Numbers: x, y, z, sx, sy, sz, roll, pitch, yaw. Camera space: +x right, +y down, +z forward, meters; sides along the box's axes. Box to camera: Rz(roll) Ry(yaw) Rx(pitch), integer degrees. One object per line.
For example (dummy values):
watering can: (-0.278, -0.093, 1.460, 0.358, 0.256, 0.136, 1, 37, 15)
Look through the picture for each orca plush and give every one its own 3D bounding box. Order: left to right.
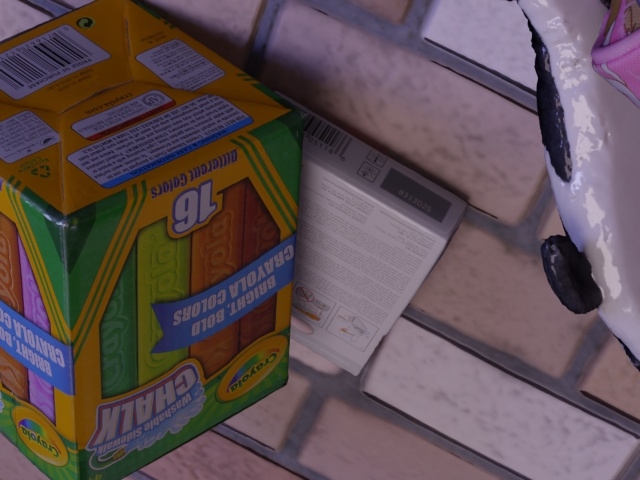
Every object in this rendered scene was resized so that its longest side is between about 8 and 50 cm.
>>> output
orca plush: (0.147, -0.040, 0.988, 0.287, 0.151, 0.102, 50, 162, -20)

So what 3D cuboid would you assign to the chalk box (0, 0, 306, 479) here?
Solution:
chalk box: (-0.136, 0.027, 1.095, 0.179, 0.180, 0.289, 35, 140, 33)

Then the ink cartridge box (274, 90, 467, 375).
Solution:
ink cartridge box: (0.000, 0.000, 1.142, 0.145, 0.045, 0.179, 30, 144, 1)

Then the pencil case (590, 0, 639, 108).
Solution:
pencil case: (0.319, -0.035, 0.867, 0.386, 0.167, 0.160, 40, 98, -7)
